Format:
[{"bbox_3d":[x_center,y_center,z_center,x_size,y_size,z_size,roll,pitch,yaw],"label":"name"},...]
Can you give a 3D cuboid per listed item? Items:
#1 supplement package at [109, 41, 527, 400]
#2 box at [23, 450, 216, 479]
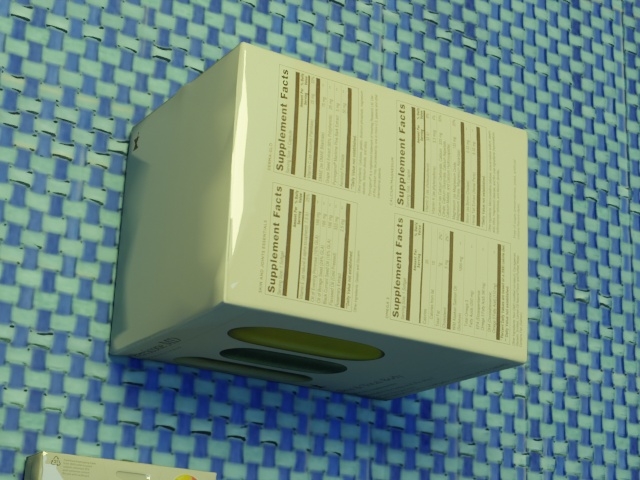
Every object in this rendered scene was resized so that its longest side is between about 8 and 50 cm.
[{"bbox_3d":[0.000,0.000,1.072,0.262,0.199,0.198,13,69,-29],"label":"supplement package"},{"bbox_3d":[-0.151,0.256,0.992,0.145,0.038,0.186,13,70,-30],"label":"box"}]
